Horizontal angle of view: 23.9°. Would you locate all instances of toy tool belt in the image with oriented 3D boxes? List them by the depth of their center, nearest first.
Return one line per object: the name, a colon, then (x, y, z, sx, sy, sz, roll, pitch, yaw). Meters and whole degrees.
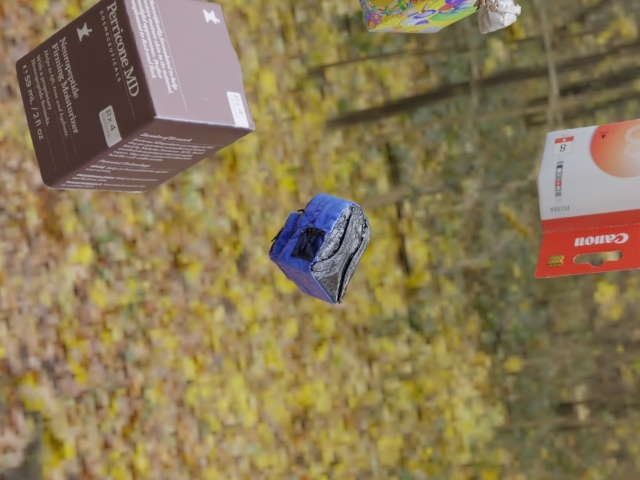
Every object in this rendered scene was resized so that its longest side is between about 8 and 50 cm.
toy tool belt: (0.203, -0.271, 1.741, 0.083, 0.052, 0.051, -38, 111, -64)

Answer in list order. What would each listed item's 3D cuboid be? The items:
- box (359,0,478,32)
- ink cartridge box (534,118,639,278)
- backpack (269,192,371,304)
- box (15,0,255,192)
box: (0.190, -0.490, 2.242, 0.177, 0.290, 0.279, -8, 79, -49)
ink cartridge box: (0.301, -0.048, 1.628, 0.045, 0.145, 0.179, 53, 42, -40)
backpack: (0.000, 0.000, 1.911, 0.120, 0.101, 0.098, -59, 149, -16)
box: (-0.218, -0.170, 1.768, 0.167, 0.203, 0.168, 2, 67, -50)
